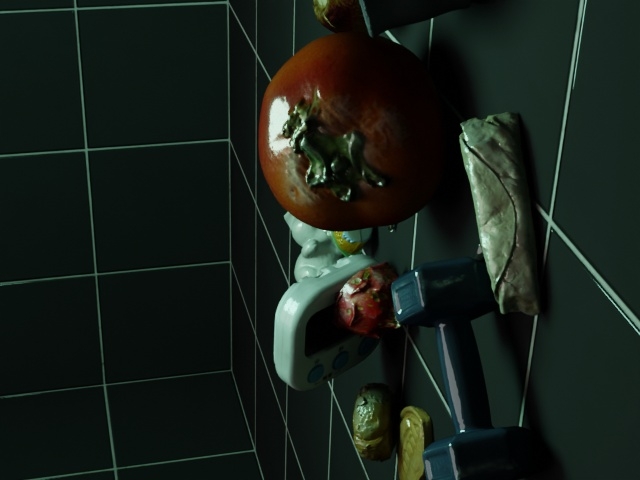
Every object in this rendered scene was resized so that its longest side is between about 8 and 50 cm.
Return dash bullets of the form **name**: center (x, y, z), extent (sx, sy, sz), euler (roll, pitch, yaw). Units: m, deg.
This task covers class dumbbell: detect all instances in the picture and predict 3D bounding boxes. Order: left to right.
- **dumbbell**: center (0.199, 0.186, 1.594), extent (0.143, 0.156, 0.316), euler (72, -172, -75)

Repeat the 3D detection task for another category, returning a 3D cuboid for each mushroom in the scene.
- **mushroom**: center (0.057, -0.494, 1.969), extent (0.297, 0.163, 0.278), euler (133, 122, -74)

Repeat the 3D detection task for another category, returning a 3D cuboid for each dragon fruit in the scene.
- **dragon fruit**: center (0.107, 0.132, 2.076), extent (0.111, 0.153, 0.153), euler (45, 142, 43)

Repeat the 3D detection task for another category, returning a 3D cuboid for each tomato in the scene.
- **tomato**: center (0.055, -0.174, 1.830), extent (0.321, 0.321, 0.322), euler (175, 90, -77)

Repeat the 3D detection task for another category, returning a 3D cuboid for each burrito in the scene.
- **burrito**: center (0.242, -0.034, 1.517), extent (0.059, 0.082, 0.275), euler (4, -103, -63)

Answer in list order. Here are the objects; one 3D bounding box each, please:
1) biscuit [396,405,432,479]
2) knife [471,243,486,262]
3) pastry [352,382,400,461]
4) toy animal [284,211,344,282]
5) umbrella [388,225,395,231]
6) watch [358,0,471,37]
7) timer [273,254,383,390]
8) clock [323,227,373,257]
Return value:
- **biscuit**: center (0.169, 0.383, 2.105), extent (0.221, 0.028, 0.142), euler (99, 161, -49)
- **knife**: center (0.249, 0.008, 1.625), extent (0.230, 0.028, 0.060), euler (105, 144, -50)
- **pastry**: center (0.104, 0.348, 2.180), extent (0.153, 0.081, 0.153), euler (5, -90, -79)
- **toy animal**: center (-0.003, 0.006, 2.502), extent (0.178, 0.127, 0.193), euler (156, 106, -79)
- **umbrella**: center (0.135, -0.050, 2.111), extent (0.083, 0.020, 0.031), euler (90, 168, -45)
- **watch**: center (0.103, -0.465, 1.620), extent (0.335, 0.314, 0.327), euler (-80, -24, -82)
- **timer**: center (0.020, 0.151, 2.168), extent (0.087, 0.262, 0.237), euler (31, 133, 37)
- **clock**: center (0.046, -0.077, 2.302), extent (0.144, 0.103, 0.231), euler (-173, 76, -69)
